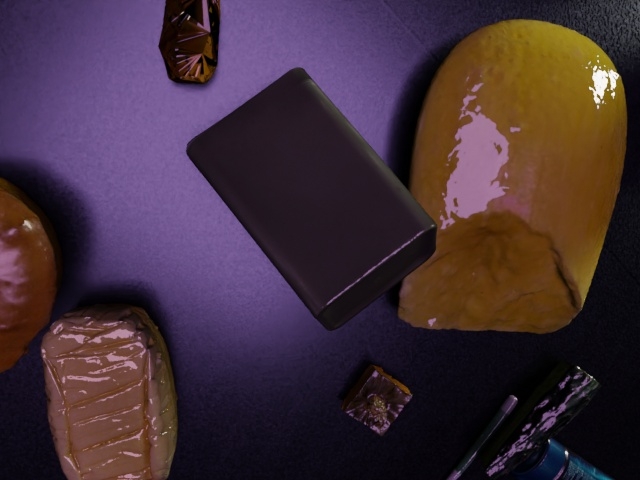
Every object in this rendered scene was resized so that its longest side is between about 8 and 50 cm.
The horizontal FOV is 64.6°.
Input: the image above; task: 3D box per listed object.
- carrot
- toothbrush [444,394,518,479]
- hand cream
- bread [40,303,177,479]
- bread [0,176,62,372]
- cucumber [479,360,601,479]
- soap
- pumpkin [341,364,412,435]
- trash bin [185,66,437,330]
[{"bbox_3d":[-0.146,-0.297,0.576,0.069,0.069,0.228,3,99,-12],"label":"carrot"},{"bbox_3d":[0.229,0.348,0.798,0.024,0.018,0.257,35,92,-18],"label":"toothbrush"},{"bbox_3d":[0.416,0.409,0.832,0.271,0.061,0.120,40,92,-21],"label":"hand cream"},{"bbox_3d":[-0.253,0.189,0.623,0.140,0.106,0.236,-6,101,-9],"label":"bread"},{"bbox_3d":[-0.409,0.040,0.546,0.269,0.145,0.268,-3,105,-10],"label":"bread"},{"bbox_3d":[0.331,0.281,0.769,0.062,0.078,0.211,40,88,12],"label":"cucumber"},{"bbox_3d":[0.262,-0.069,0.676,0.306,0.115,0.426,4,100,-9],"label":"soap"},{"bbox_3d":[0.080,0.230,0.728,0.074,0.054,0.083,34,97,-11],"label":"pumpkin"},{"bbox_3d":[-0.005,-0.045,0.561,0.164,0.122,0.240,-38,68,-4],"label":"trash bin"}]
